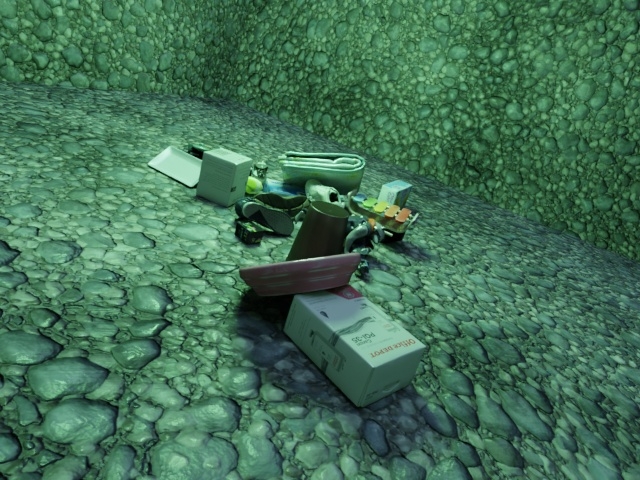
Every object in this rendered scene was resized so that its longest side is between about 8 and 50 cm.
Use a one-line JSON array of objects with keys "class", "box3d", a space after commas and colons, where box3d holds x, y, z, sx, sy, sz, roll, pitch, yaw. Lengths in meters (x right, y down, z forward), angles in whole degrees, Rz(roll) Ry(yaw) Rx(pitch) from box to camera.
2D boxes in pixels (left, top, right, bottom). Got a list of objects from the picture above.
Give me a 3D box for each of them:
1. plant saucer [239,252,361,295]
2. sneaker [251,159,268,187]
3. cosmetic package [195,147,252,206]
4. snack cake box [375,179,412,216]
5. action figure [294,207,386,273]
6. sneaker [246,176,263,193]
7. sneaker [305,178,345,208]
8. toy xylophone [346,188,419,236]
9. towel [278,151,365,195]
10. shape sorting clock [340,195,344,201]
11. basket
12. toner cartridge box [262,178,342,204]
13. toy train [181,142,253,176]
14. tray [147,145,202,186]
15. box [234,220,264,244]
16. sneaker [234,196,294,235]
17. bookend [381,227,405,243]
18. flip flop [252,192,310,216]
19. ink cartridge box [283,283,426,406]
[{"class": "plant saucer", "box3d": [-0.052, 0.093, 1.187, 0.332, 0.084, 0.332, -7, -3, 0]}, {"class": "sneaker", "box3d": [-0.293, -0.328, 2.101, 0.078, 0.106, 0.234, 11, 24, -14]}, {"class": "cosmetic package", "box3d": [-0.390, -0.259, 1.772, 0.151, 0.184, 0.151, 21, 23, 10]}, {"class": "snack cake box", "box3d": [0.385, -0.222, 2.290, 0.089, 0.152, 0.264, 27, 25, 20]}, {"class": "action figure", "box3d": [0.091, -0.021, 1.602, 0.330, 0.178, 0.341, 0, 23, -14]}, {"class": "sneaker", "box3d": [-0.365, -0.258, 1.949, 0.240, 0.091, 0.126, 22, 5, 11]}, {"class": "sneaker", "box3d": [0.024, -0.185, 1.839, 0.110, 0.118, 0.292, -3, 41, -29]}, {"class": "toy xylophone", "box3d": [0.252, -0.113, 1.846, 0.322, 0.081, 0.236, 20, 23, 6]}, {"class": "towel", "box3d": [0.004, -0.302, 1.989, 0.374, 0.090, 0.320, 5, -12, 0]}, {"class": "shape sorting clock", "box3d": [0.023, -0.238, 2.210, 0.206, 0.040, 0.206, 15, 23, -7]}, {"class": "basket", "box3d": [0.000, 0.000, 1.409, 0.154, 0.227, 0.204, -6, 33, -44]}, {"class": "toner cartridge box", "box3d": [-0.077, -0.187, 1.975, 0.348, 0.075, 0.165, 9, 24, -19]}, {"class": "toy train", "box3d": [-0.476, -0.369, 2.040, 0.334, 0.142, 0.190, 13, 14, -12]}, {"class": "tray", "box3d": [-0.603, -0.316, 1.888, 0.270, 0.030, 0.145, 27, 57, 22]}, {"class": "box", "box3d": [-0.249, -0.028, 1.520, 0.083, 0.052, 0.062, 33, 28, 35]}, {"class": "sneaker", "box3d": [-0.218, -0.094, 1.649, 0.226, 0.086, 0.163, 28, -5, -33]}, {"class": "bookend", "box3d": [0.277, -0.060, 1.945, 0.157, 0.072, 0.156, -7, 33, -46]}, {"class": "flip flop", "box3d": [-0.165, -0.142, 1.792, 0.277, 0.112, 0.080, -7, 7, -41]}, {"class": "ink cartridge box", "box3d": [0.080, 0.239, 1.062, 0.207, 0.117, 0.283, -5, 31, -43]}]
